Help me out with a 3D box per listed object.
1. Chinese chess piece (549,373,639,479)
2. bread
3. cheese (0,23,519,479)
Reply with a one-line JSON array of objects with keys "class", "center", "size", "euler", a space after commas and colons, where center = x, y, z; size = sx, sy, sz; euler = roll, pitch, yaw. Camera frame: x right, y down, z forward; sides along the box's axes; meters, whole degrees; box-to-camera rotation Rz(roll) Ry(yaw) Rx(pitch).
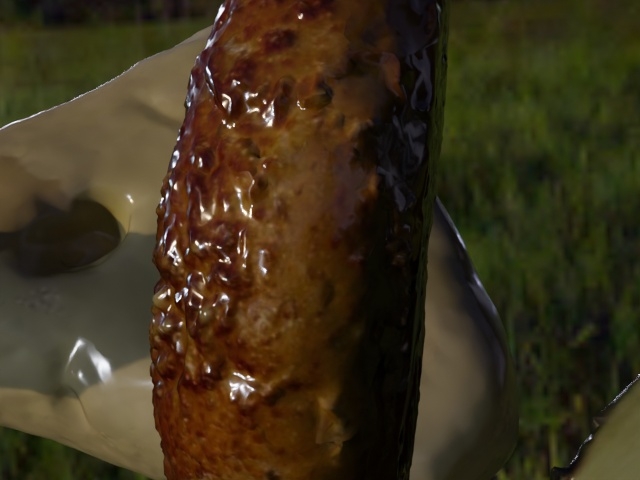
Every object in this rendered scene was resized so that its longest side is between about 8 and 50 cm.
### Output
[{"class": "Chinese chess piece", "center": [0.240, 0.125, 0.690], "size": [0.146, 0.349, 0.349], "euler": [41, -10, -18]}, {"class": "bread", "center": [0.000, 0.000, 0.456], "size": [0.064, 0.193, 0.193], "euler": [7, 7, 8]}, {"class": "cheese", "center": [-0.077, 0.050, 0.896], "size": [0.351, 0.129, 0.328], "euler": [-28, 54, -14]}]
